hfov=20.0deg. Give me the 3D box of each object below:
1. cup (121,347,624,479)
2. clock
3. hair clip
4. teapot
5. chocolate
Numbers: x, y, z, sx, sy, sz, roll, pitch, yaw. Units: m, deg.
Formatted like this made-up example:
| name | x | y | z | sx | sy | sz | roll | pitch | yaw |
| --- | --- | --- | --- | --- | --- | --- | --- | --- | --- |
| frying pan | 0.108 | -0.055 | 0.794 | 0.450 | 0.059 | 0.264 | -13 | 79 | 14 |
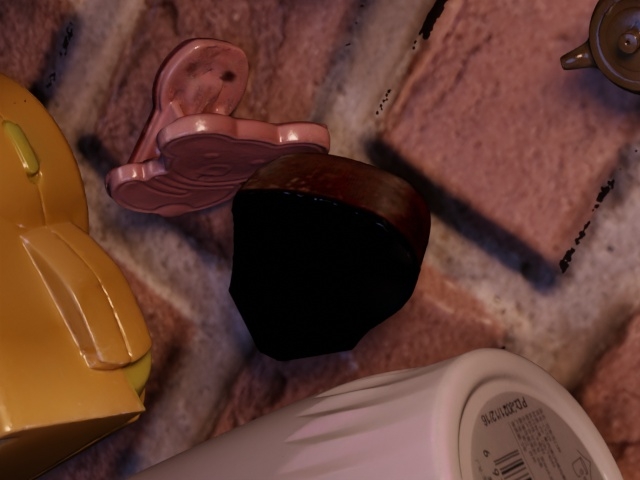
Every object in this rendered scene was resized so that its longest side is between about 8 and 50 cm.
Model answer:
| name | x | y | z | sx | sy | sz | roll | pitch | yaw |
| --- | --- | --- | --- | --- | --- | --- | --- | --- | --- |
| cup | 0.001 | 0.231 | 1.152 | 0.371 | 0.253 | 0.253 | -28 | 88 | 33 |
| clock | -0.274 | 0.026 | 1.311 | 0.244 | 0.200 | 0.317 | -30 | 79 | 32 |
| hair clip | -0.077 | -0.053 | 1.202 | 0.138 | 0.123 | 0.102 | -60 | 42 | 25 |
| teapot | 0.194 | -0.119 | 1.027 | 0.121 | 0.068 | 0.076 | -15 | 96 | 35 |
| chocolate | 0.000 | 0.000 | 1.176 | 0.125 | 0.080 | 0.149 | 43 | 131 | -5 |
